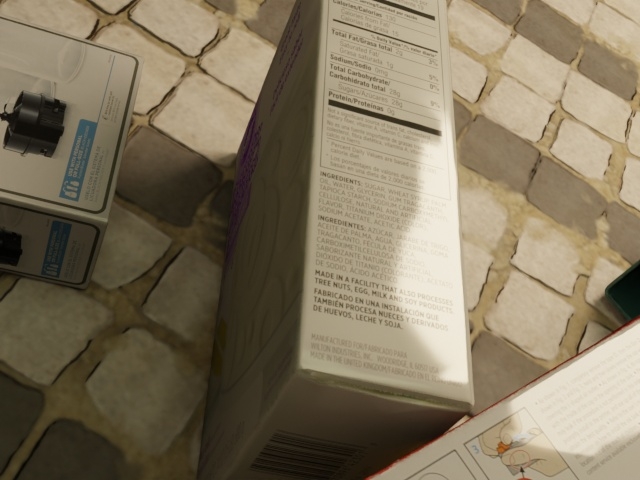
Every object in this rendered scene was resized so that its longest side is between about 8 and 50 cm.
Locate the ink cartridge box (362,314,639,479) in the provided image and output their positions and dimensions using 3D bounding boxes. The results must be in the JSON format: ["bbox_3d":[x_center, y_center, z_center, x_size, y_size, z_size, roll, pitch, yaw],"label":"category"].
[{"bbox_3d":[0.114,0.172,0.488,0.309,0.272,0.130,-20,65,-35],"label":"ink cartridge box"}]

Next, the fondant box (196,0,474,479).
[{"bbox_3d":[0.000,0.000,0.573,0.096,0.238,0.331,14,53,-13],"label":"fondant box"}]

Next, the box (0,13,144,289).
[{"bbox_3d":[-0.283,-0.085,0.599,0.289,0.087,0.169,15,52,-15],"label":"box"}]

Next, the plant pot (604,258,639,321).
[{"bbox_3d":[0.424,0.023,0.810,0.234,0.166,0.165,-27,72,-43],"label":"plant pot"}]
